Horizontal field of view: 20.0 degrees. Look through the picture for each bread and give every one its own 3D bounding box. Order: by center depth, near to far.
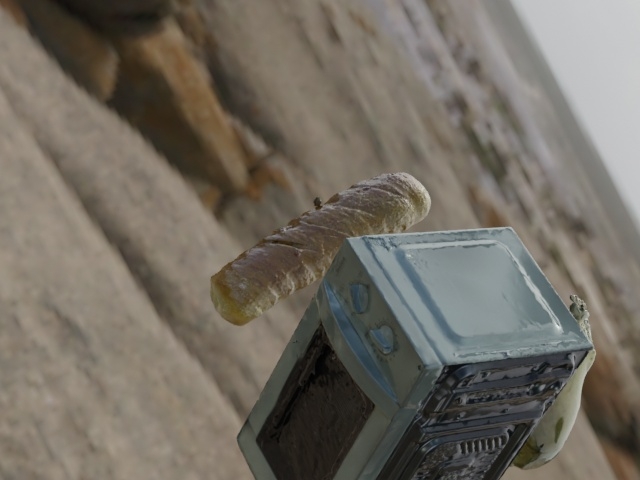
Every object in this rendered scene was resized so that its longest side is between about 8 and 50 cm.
[{"bbox_3d":[0.159,0.122,1.456,0.103,0.156,0.110,16,44,-34],"label":"bread"}]

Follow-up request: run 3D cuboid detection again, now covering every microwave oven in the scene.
[{"bbox_3d":[0.061,0.106,1.210,0.162,0.208,0.122,-3,47,-34],"label":"microwave oven"}]

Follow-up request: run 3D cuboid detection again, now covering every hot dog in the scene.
[{"bbox_3d":[0.001,0.003,1.991,0.088,0.286,0.061,40,-30,28],"label":"hot dog"}]
